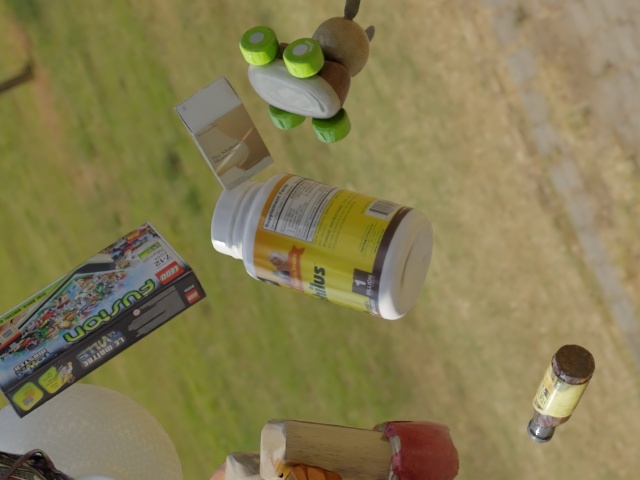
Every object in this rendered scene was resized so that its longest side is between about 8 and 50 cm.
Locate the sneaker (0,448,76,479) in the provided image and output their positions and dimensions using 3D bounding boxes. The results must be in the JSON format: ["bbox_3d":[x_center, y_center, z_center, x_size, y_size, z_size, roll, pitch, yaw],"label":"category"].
[{"bbox_3d":[-0.297,0.282,1.816,0.121,0.299,0.112,85,-159,-63],"label":"sneaker"}]

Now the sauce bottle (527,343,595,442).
[{"bbox_3d":[0.221,0.147,1.589,0.042,0.042,0.128,58,151,30],"label":"sauce bottle"}]

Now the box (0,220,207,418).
[{"bbox_3d":[-0.219,0.071,1.599,0.114,0.207,0.036,41,162,52],"label":"box"}]

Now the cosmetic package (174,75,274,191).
[{"bbox_3d":[-0.092,-0.102,1.646,0.041,0.060,0.115,55,178,31],"label":"cosmetic package"}]

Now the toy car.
[{"bbox_3d":[0.006,-0.256,2.301,0.149,0.188,0.155,20,150,34],"label":"toy car"}]

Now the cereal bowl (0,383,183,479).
[{"bbox_3d":[-0.357,0.389,2.504,0.141,0.339,0.339,39,150,66],"label":"cereal bowl"}]

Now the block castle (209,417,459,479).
[{"bbox_3d":[-0.009,0.381,1.447,0.453,0.213,0.303,-58,33,36],"label":"block castle"}]

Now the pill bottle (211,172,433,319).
[{"bbox_3d":[0.000,0.000,1.765,0.215,0.117,0.117,16,143,20],"label":"pill bottle"}]
